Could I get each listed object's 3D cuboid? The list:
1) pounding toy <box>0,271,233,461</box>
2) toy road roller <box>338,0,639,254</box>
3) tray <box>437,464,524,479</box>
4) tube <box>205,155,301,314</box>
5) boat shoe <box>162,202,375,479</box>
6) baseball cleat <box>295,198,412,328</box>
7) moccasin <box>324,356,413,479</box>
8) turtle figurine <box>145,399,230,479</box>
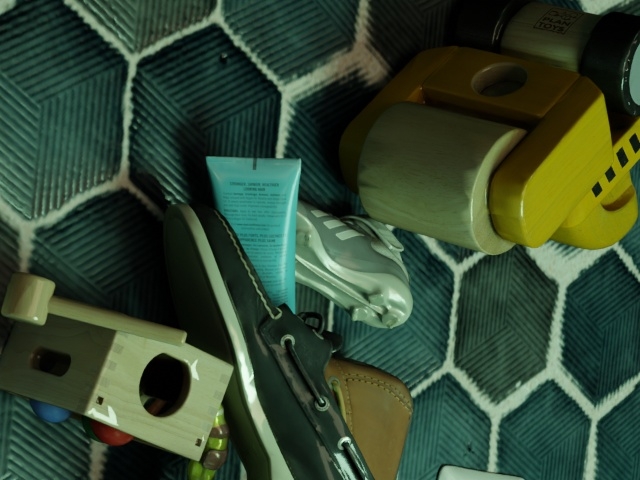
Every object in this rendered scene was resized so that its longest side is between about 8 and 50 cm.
[{"bbox_3d":[-0.171,0.100,1.291,0.206,0.181,0.094,30,76,-43],"label":"pounding toy"},{"bbox_3d":[0.194,-0.071,1.620,0.329,0.202,0.241,-44,136,-33],"label":"toy road roller"},{"bbox_3d":[0.151,0.374,1.764,0.145,0.030,0.270,16,86,-46],"label":"tray"},{"bbox_3d":[-0.052,0.023,1.459,0.052,0.080,0.207,-87,175,-61],"label":"tube"},{"bbox_3d":[-0.026,0.117,1.407,0.113,0.127,0.340,-21,83,-21],"label":"boat shoe"},{"bbox_3d":[0.000,0.000,1.536,0.206,0.072,0.109,40,31,-25],"label":"baseball cleat"},{"bbox_3d":[-0.013,0.291,1.512,0.147,0.139,0.380,17,86,-42],"label":"moccasin"},{"bbox_3d":[-0.092,0.254,1.379,0.087,0.217,0.270,13,97,-29],"label":"turtle figurine"}]
